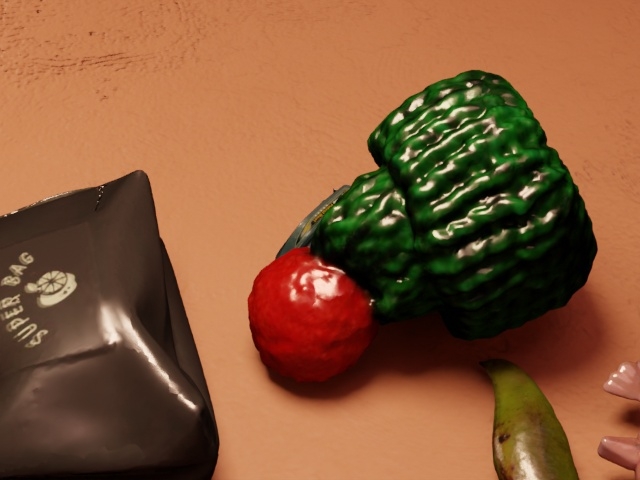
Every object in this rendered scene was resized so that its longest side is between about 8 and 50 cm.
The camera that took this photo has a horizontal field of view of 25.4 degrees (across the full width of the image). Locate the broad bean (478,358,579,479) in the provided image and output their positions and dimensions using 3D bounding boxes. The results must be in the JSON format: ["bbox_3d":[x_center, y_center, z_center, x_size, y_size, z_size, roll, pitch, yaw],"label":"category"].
[{"bbox_3d":[0.198,0.224,1.230,0.077,0.061,0.339,0,46,-19],"label":"broad bean"}]

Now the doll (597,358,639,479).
[{"bbox_3d":[0.355,0.202,1.254,0.211,0.093,0.262,-22,55,-19],"label":"doll"}]

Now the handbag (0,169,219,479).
[{"bbox_3d":[-0.258,0.091,1.245,0.288,0.152,0.342,-14,48,-6],"label":"handbag"}]

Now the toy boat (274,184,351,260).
[{"bbox_3d":[0.000,0.000,1.428,0.060,0.055,0.141,25,46,25],"label":"toy boat"}]

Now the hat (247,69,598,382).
[{"bbox_3d":[0.075,0.003,1.333,0.332,0.274,0.242,-30,55,0],"label":"hat"}]
